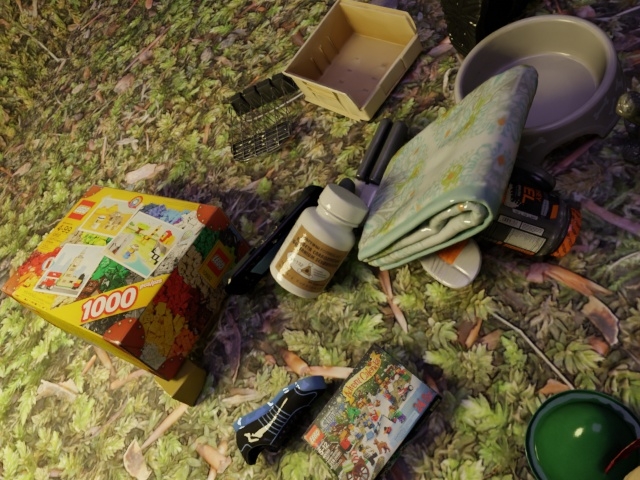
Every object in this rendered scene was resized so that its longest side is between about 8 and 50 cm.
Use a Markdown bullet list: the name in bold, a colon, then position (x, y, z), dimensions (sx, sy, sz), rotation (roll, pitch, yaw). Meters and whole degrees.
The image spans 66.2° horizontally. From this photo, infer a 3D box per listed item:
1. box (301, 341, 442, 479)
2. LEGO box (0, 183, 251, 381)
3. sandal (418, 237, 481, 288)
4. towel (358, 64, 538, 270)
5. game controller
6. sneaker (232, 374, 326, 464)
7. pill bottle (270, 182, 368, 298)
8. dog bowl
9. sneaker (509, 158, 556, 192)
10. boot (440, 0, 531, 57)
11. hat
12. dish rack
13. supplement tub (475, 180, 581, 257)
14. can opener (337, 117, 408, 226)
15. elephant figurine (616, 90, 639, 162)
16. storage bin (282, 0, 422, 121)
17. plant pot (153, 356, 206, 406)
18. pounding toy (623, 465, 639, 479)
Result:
- **box**: position (0.094, 0.334, 0.923), dimensions (0.159, 0.044, 0.233), rotation (35, 85, 36)
- **LEGO box**: position (-0.483, 0.077, 1.235), dimensions (0.500, 0.193, 0.373), rotation (11, 58, 32)
- **sandal**: position (0.242, 0.021, 0.991), dimensions (0.102, 0.076, 0.265), rotation (-47, 32, 3)
- **towel**: position (0.219, -0.122, 0.920), dimensions (0.374, 0.090, 0.321), rotation (-32, 30, 59)
- **game controller**: position (-0.097, 0.003, 1.126), dimensions (0.067, 0.166, 0.319), rotation (43, 90, 3)
- **sneaker**: position (-0.073, 0.361, 0.984), dimensions (0.232, 0.081, 0.090), rotation (-37, 56, 16)
- **pill bottle**: position (0.000, 0.000, 1.051), dimensions (0.131, 0.131, 0.229), rotation (48, 114, 37)
- **dog bowl**: position (0.445, -0.323, 1.033), dimensions (0.348, 0.102, 0.349), rotation (-13, 59, 23)
- **sneaker**: position (0.344, -0.104, 0.988), dimensions (0.227, 0.087, 0.130), rotation (22, 79, 38)
- **boot**: position (0.387, -0.579, 1.055), dimensions (0.260, 0.348, 0.131), rotation (-45, 73, 6)
- **hat**: position (0.388, 0.281, 0.701), dimensions (0.208, 0.183, 0.173), rotation (-46, 53, 0)
- **dish rack**: position (-0.165, -0.341, 1.399), dimensions (0.208, 0.074, 0.272), rotation (-20, 59, 21)
- **supplement tub**: position (0.359, -0.043, 0.895), dimensions (0.190, 0.117, 0.117), rotation (19, 74, 6)
- **can opener**: position (0.110, -0.163, 1.137), dimensions (0.076, 0.095, 0.284), rotation (21, 84, 34)
- **elephant figurine**: position (0.596, -0.222, 0.811), dimensions (0.169, 0.239, 0.186), rotation (11, 71, 33)
- **storage bin**: position (0.087, -0.476, 1.295), dimensions (0.260, 0.123, 0.262), rotation (32, 83, 37)
- **plant pot**: position (-0.315, 0.319, 1.137), dimensions (0.081, 0.081, 0.083), rotation (29, 74, 36)
- **pounding toy**: position (0.473, 0.360, 0.583), dimensions (0.269, 0.154, 0.155), rotation (18, 37, 3)
